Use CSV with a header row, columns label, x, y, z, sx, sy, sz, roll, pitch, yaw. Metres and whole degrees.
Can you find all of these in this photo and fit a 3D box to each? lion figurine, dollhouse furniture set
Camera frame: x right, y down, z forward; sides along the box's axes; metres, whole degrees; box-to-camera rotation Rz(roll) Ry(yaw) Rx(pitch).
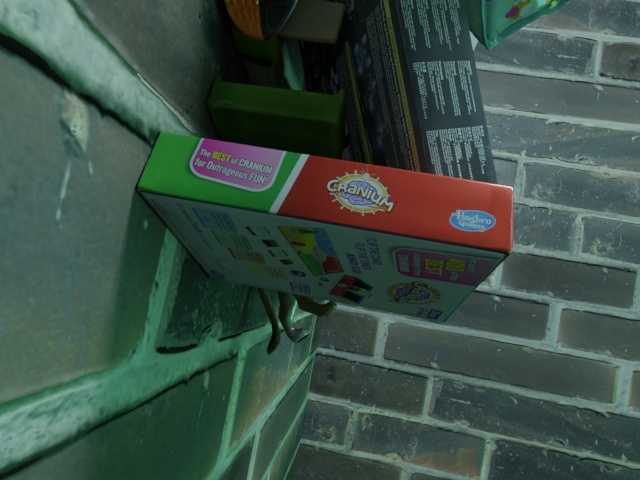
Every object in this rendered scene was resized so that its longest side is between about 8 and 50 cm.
label,x,y,z,sx,sy,sz,roll,pitch,yaw
lion figurine,0.000,0.000,0.816,0.392,0.240,0.142,-36,167,-13
dollhouse furniture set,-0.029,-0.165,0.644,0.302,0.151,0.198,84,17,-66

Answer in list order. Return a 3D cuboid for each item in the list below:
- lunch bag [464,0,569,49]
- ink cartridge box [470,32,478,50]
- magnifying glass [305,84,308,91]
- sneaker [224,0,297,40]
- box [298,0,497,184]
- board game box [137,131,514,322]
label,x,y,z,sx,sy,sz,roll,pitch,yaw
lunch bag,0.193,-0.413,0.535,0.262,0.160,0.224,43,21,-59
ink cartridge box,0.142,-0.413,0.856,0.197,0.270,0.198,-6,122,-56
magnifying glass,-0.005,-0.405,0.940,0.092,0.026,0.231,-28,139,-45
sneaker,-0.046,-0.357,0.491,0.121,0.099,0.263,-71,170,-77
box,0.070,-0.216,0.604,0.318,0.097,0.396,159,-79,-74
board game box,0.006,0.003,0.480,0.242,0.316,0.064,86,16,-67
